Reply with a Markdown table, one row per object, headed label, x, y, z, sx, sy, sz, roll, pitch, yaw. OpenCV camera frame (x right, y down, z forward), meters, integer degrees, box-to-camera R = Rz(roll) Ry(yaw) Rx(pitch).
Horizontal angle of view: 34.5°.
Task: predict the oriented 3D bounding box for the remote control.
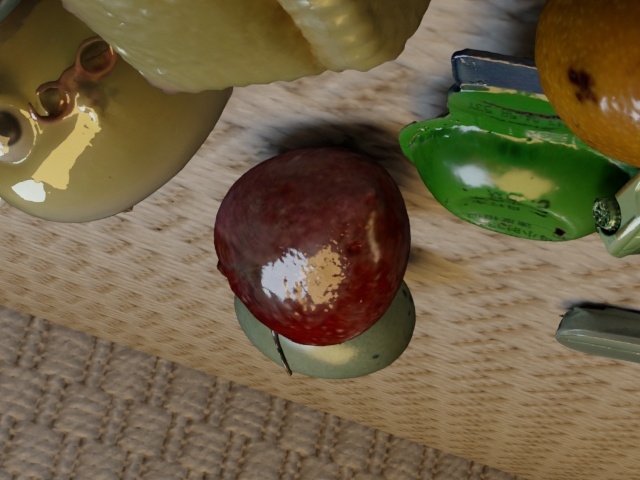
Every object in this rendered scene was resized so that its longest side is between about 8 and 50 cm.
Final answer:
| label | x | y | z | sx | sy | sz | roll | pitch | yaw |
| --- | --- | --- | --- | --- | --- | --- | --- | --- | --- |
| remote control | 0.412 | 0.126 | 1.249 | 0.247 | 0.052 | 0.104 | 10 | 165 | 16 |

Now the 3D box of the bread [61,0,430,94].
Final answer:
| label | x | y | z | sx | sy | sz | roll | pitch | yaw |
| --- | --- | --- | --- | --- | --- | --- | --- | --- | --- |
| bread | -0.084 | -0.199 | 0.424 | 0.187 | 0.155 | 0.338 | -3 | 155 | 28 |

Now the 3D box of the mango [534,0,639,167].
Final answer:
| label | x | y | z | sx | sy | sz | roll | pitch | yaw |
| --- | --- | --- | --- | --- | --- | --- | --- | --- | --- |
| mango | 0.209 | -0.094 | 0.467 | 0.177 | 0.120 | 0.295 | -18 | -167 | -14 |

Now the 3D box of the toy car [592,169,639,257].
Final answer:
| label | x | y | z | sx | sy | sz | roll | pitch | yaw |
| --- | --- | --- | --- | --- | --- | --- | --- | --- | --- |
| toy car | 0.256 | -0.041 | 0.700 | 0.093 | 0.058 | 0.186 | -8 | 153 | -21 |

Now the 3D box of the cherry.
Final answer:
| label | x | y | z | sx | sy | sz | roll | pitch | yaw |
| --- | --- | --- | --- | --- | --- | --- | --- | --- | --- |
| cherry | 0.000 | 0.000 | 0.978 | 0.175 | 0.192 | 0.249 | -19 | 167 | -26 |

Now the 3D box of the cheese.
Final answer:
| label | x | y | z | sx | sy | sz | roll | pitch | yaw |
| --- | --- | --- | --- | --- | --- | --- | --- | --- | --- |
| cheese | 0.153 | -0.068 | 0.773 | 0.204 | 0.083 | 0.320 | 13 | 166 | 13 |

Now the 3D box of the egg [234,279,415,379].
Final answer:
| label | x | y | z | sx | sy | sz | roll | pitch | yaw |
| --- | --- | --- | --- | --- | --- | --- | --- | --- | --- |
| egg | 0.003 | 0.084 | 1.267 | 0.236 | 0.169 | 0.169 | 12 | 165 | 31 |

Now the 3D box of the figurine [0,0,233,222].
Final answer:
| label | x | y | z | sx | sy | sz | roll | pitch | yaw |
| --- | --- | --- | --- | --- | --- | --- | --- | --- | --- |
| figurine | -0.235 | -0.180 | 0.636 | 0.274 | 0.226 | 0.394 | 40 | 179 | 43 |

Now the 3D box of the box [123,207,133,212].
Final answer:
| label | x | y | z | sx | sy | sz | roll | pitch | yaw |
| --- | --- | --- | --- | --- | --- | --- | --- | --- | --- |
| box | -0.248 | -0.071 | 1.184 | 0.083 | 0.053 | 0.024 | 26 | 161 | -31 |
